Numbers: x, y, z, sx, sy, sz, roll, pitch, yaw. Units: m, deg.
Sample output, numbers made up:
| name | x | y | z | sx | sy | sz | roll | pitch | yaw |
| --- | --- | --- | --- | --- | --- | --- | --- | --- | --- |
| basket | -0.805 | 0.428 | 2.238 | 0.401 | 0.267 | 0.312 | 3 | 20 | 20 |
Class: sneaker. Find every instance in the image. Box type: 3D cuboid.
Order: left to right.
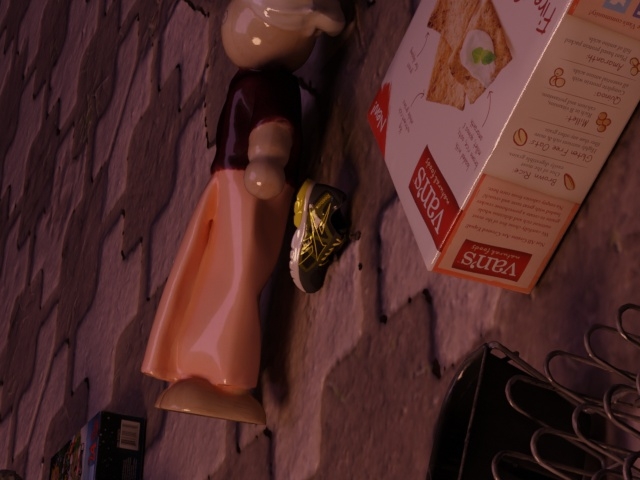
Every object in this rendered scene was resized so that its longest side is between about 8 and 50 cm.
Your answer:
| name | x | y | z | sx | sy | sz | roll | pitch | yaw |
| --- | --- | --- | --- | --- | --- | --- | --- | --- | --- |
| sneaker | 0.000 | 0.000 | 1.075 | 0.031 | 0.035 | 0.083 | -52 | -33 | -57 |

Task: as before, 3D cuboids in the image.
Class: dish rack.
| name | x | y | z | sx | sy | sz | roll | pitch | yaw |
| --- | --- | --- | --- | --- | --- | --- | --- | --- | --- |
| dish rack | 0.123 | 0.106 | 0.607 | 0.271 | 0.074 | 0.208 | -44 | 27 | 55 |

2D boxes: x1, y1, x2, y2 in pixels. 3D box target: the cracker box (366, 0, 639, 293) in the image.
| name | x | y | z | sx | sy | sz | roll | pitch | yaw |
| --- | --- | --- | --- | --- | --- | --- | --- | --- | --- |
| cracker box | 0.110 | -0.111 | 0.819 | 0.156 | 0.067 | 0.232 | -108 | 37 | -53 |

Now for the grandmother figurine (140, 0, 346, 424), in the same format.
| name | x | y | z | sx | sy | sz | roll | pitch | yaw |
| --- | --- | --- | --- | --- | --- | --- | --- | --- | --- |
| grandmother figurine | -0.052 | -0.045 | 1.132 | 0.208 | 0.104 | 0.342 | 164 | 116 | -72 |

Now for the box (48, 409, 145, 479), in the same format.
| name | x | y | z | sx | sy | sz | roll | pitch | yaw |
| --- | --- | --- | --- | --- | --- | --- | --- | --- | --- |
| box | -0.209 | 0.286 | 1.412 | 0.159 | 0.044 | 0.233 | 138 | 140 | -55 |

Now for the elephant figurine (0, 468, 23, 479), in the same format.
| name | x | y | z | sx | sy | sz | roll | pitch | yaw |
| --- | --- | --- | --- | --- | --- | --- | --- | --- | --- |
| elephant figurine | -0.264 | 0.295 | 1.302 | 0.239 | 0.169 | 0.186 | 30 | 136 | 51 |
